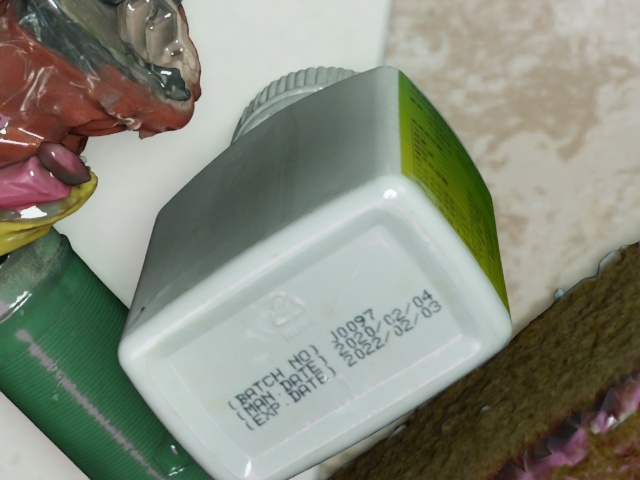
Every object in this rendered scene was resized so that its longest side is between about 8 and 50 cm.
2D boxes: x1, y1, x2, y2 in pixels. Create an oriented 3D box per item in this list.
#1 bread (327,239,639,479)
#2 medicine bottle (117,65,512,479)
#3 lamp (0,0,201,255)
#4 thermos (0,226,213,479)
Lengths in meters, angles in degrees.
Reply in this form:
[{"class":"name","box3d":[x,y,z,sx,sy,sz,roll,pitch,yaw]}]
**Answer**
[{"class":"bread","box3d":[0.071,0.170,0.802,0.416,0.113,0.165,-40,107,19]},{"class":"medicine bottle","box3d":[0.000,0.000,0.682,0.132,0.188,0.088,-33,109,16]},{"class":"lamp","box3d":[-0.166,-0.043,0.711,0.253,0.118,0.118,-27,111,27]},{"class":"thermos","box3d":[-0.099,0.077,0.785,0.083,0.073,0.188,-36,109,15]}]
